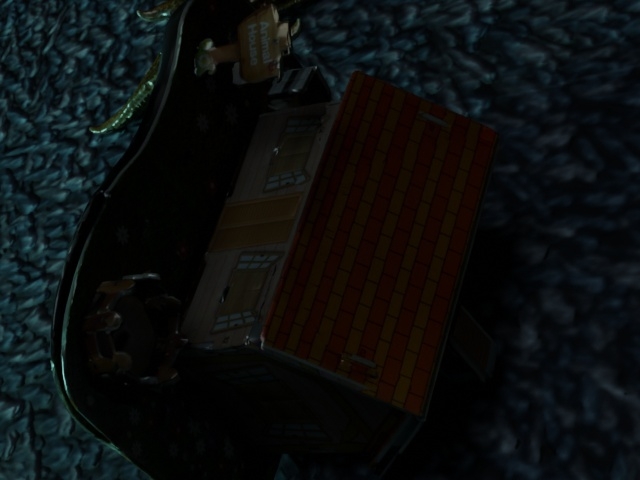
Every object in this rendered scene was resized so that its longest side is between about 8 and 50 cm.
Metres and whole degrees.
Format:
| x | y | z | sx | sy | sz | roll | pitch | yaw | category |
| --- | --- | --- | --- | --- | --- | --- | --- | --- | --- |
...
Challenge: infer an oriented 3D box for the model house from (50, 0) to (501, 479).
| x | y | z | sx | sy | sz | roll | pitch | yaw | category |
| --- | --- | --- | --- | --- | --- | --- | --- | --- | --- |
| 0.000 | 0.002 | 0.876 | 0.154 | 0.207 | 0.294 | -7 | 49 | 32 | model house |

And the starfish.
| x | y | z | sx | sy | sz | roll | pitch | yaw | category |
| --- | --- | --- | --- | --- | --- | --- | --- | --- | --- |
| -0.090 | -0.162 | 1.235 | 0.238 | 0.057 | 0.213 | -40 | 30 | 0 | starfish |
